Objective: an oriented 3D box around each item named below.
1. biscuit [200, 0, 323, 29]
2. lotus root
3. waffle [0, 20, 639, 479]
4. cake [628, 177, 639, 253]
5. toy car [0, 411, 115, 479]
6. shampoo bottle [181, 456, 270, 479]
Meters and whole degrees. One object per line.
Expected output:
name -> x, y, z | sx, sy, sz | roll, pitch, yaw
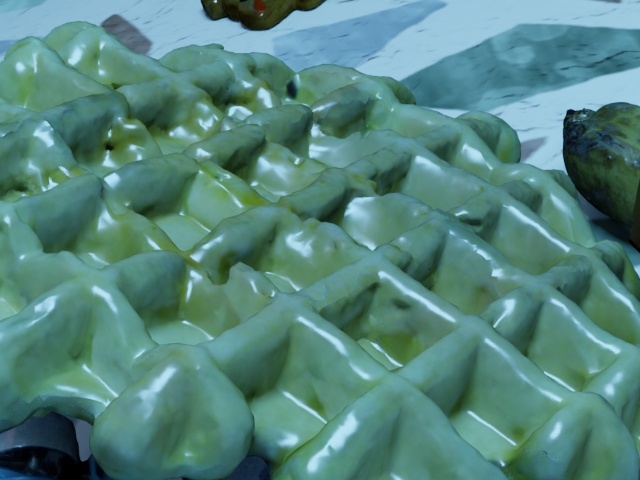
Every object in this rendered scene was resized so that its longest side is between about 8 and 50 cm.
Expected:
biscuit -> -0.024, -0.189, 1.017 | 0.130, 0.019, 0.119 | -20, 31, -10
lotus root -> 0.146, -0.036, 0.667 | 0.054, 0.049, 0.099 | -30, 34, -10
waffle -> 0.000, 0.000, 0.553 | 0.292, 0.056, 0.309 | 11, 28, -12
cake -> 0.243, -0.020, 0.513 | 0.208, 0.178, 0.185 | -39, 30, 39
toy car -> -0.144, 0.123, 0.511 | 0.162, 0.098, 0.126 | 5, 54, -22
shampoo bottle -> -0.028, 0.027, 0.618 | 0.072, 0.072, 0.214 | -11, 30, 5
